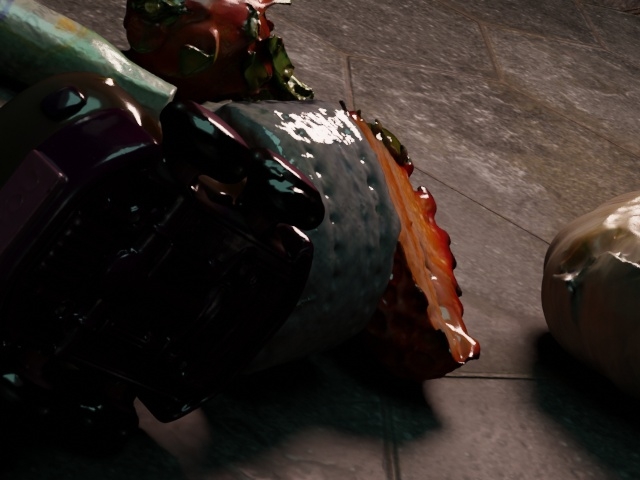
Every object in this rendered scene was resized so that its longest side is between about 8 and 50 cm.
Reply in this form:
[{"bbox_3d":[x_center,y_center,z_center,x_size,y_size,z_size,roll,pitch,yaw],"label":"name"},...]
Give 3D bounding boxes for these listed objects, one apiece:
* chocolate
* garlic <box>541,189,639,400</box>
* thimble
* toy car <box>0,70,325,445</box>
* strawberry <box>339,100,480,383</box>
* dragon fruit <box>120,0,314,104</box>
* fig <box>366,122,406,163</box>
[{"bbox_3d":[-0.308,-0.214,1.910,0.291,0.110,0.110,25,22,-3],"label":"chocolate"},{"bbox_3d":[0.393,0.052,1.801,0.322,0.241,0.322,13,37,-10],"label":"garlic"},{"bbox_3d":[-0.049,-0.009,1.506,0.217,0.245,0.157,-4,4,36],"label":"thimble"},{"bbox_3d":[-0.176,-0.012,1.299,0.240,0.271,0.341,42,4,32],"label":"toy car"},{"bbox_3d":[0.048,0.019,1.669,0.280,0.150,0.253,67,14,7],"label":"strawberry"},{"bbox_3d":[-0.123,-0.242,2.061,0.269,0.198,0.200,37,11,-2],"label":"dragon fruit"},{"bbox_3d":[0.021,-0.090,1.960,0.117,0.117,0.177,3,8,-41],"label":"fig"}]
